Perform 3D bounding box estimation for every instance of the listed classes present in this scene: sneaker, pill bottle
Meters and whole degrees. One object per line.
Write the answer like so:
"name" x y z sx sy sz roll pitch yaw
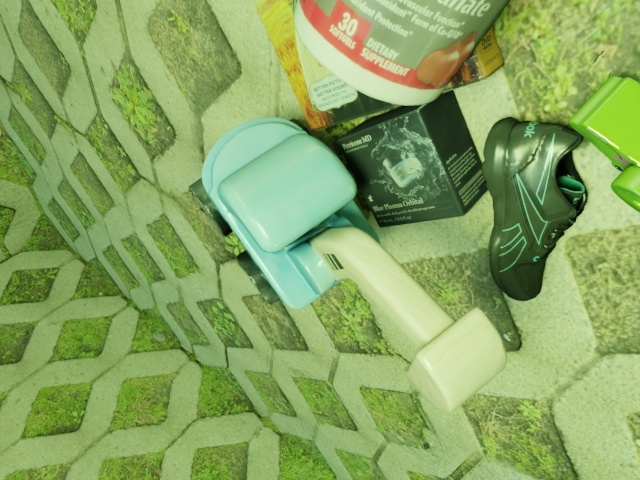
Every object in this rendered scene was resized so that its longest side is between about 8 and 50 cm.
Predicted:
"sneaker" 0.276 -0.025 0.587 0.106 0.101 0.267 9 129 39
"pill bottle" 0.112 -0.286 0.369 0.176 0.176 0.318 43 136 8

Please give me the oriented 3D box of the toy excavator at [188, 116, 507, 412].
"toy excavator" 0.000 0.000 0.631 0.432 0.222 0.445 55 170 -2

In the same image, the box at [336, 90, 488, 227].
"box" 0.133 -0.112 0.663 0.156 0.093 0.158 -8 116 50

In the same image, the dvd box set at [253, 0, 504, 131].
"dvd box set" 0.019 -0.368 0.573 0.308 0.062 0.420 -2 121 46

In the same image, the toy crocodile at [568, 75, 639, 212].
"toy crocodile" 0.405 -0.039 0.444 0.341 0.105 0.115 39 102 15
